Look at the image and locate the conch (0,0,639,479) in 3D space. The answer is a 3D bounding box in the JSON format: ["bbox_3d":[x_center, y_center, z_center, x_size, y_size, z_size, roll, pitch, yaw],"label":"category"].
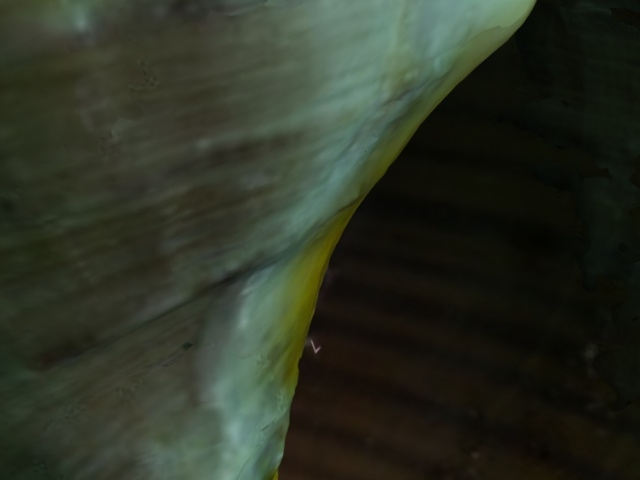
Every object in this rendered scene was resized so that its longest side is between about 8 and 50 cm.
[{"bbox_3d":[-0.001,-0.007,0.445,0.186,0.263,0.324,-102,-168,-57],"label":"conch"}]
